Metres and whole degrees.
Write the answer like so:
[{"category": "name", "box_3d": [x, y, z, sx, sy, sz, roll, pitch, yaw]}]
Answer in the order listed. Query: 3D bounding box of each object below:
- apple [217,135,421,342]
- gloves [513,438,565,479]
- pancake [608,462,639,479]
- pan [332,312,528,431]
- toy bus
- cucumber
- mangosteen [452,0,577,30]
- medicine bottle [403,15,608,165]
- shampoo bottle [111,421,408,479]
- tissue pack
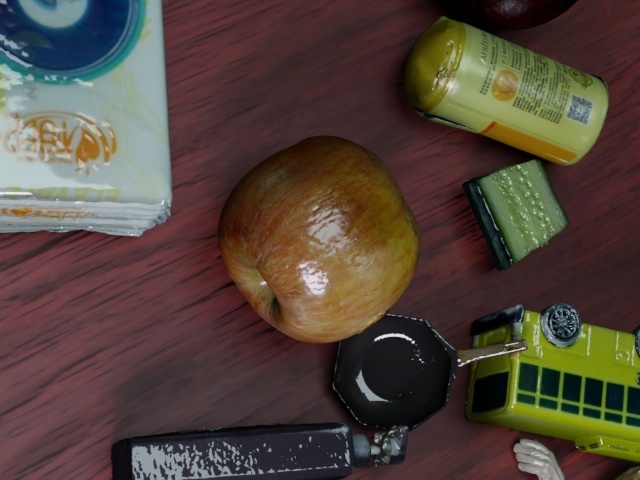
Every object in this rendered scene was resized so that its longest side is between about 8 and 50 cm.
[{"category": "apple", "box_3d": [0.000, 0.000, 1.398, 0.188, 0.211, 0.211, -35, 91, -20]}, {"category": "gloves", "box_3d": [0.258, 0.259, 1.535, 0.081, 0.037, 0.044, 35, 32, -4]}, {"category": "pancake", "box_3d": [0.390, 0.401, 1.542, 0.294, 0.049, 0.294, 4, 80, -20]}, {"category": "pan", "box_3d": [0.118, 0.149, 1.463, 0.202, 0.048, 0.128, 11, 96, 6]}, {"category": "toy bus", "box_3d": [0.309, 0.166, 1.524, 0.262, 0.128, 0.150, 13, 73, -17]}, {"category": "cucumber", "box_3d": [0.226, -0.031, 1.575, 0.116, 0.062, 0.115, -20, 87, -37]}, {"category": "mangosteen", "box_3d": [0.240, -0.375, 1.553, 0.235, 0.261, 0.235, 5, 77, -22]}, {"category": "medicine bottle", "box_3d": [0.213, -0.177, 1.575, 0.239, 0.124, 0.124, 18, 72, -15]}, {"category": "shampoo bottle", "box_3d": [-0.056, 0.228, 1.383, 0.309, 0.098, 0.071, 0, 73, -22]}, {"category": "tissue pack", "box_3d": [-0.307, -0.204, 1.354, 0.287, 0.162, 0.388, 0, 77, -22]}]
